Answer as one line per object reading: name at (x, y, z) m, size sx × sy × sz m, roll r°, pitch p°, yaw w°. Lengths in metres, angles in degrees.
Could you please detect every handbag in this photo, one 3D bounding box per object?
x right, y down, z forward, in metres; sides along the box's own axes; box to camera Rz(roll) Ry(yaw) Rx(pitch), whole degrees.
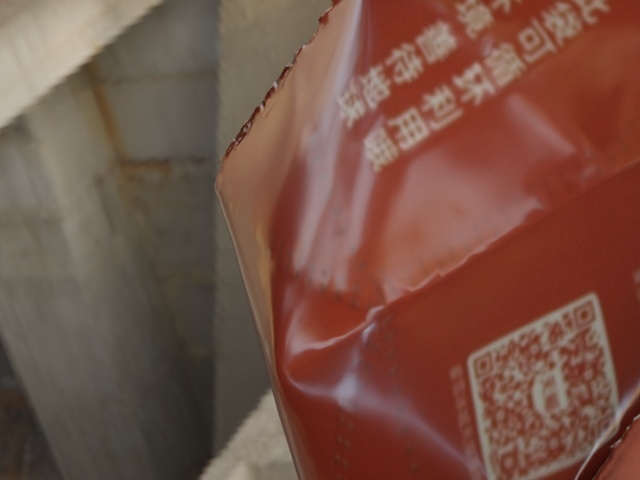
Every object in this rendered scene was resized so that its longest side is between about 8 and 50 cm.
handbag at (0.108, -0.023, 0.346) m, size 0.171 × 0.151 × 0.298 m, roll -5°, pitch -23°, yaw -27°
